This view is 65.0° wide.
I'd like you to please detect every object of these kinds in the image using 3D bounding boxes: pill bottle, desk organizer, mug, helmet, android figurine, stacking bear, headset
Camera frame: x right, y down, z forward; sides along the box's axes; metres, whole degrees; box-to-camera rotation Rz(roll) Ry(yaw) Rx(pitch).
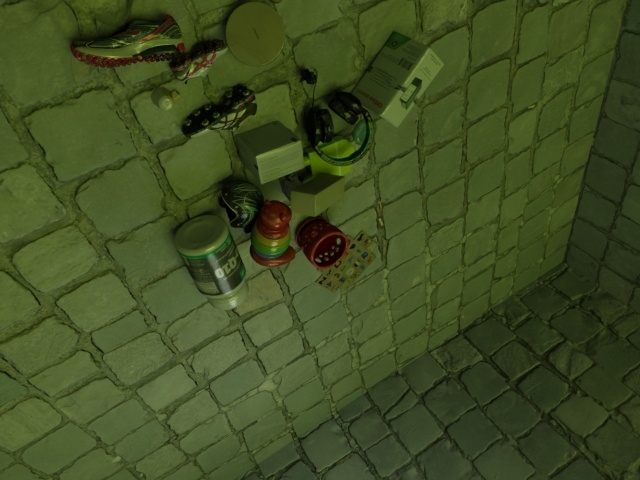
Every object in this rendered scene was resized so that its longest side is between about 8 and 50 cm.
[{"bbox_3d":[-0.406,0.093,1.940,0.204,0.204,0.361,-29,137,-15],"label":"pill bottle"},{"bbox_3d":[-0.246,-0.059,2.049,0.130,0.050,0.047,-18,132,-25],"label":"desk organizer"},{"bbox_3d":[-0.478,-0.438,1.553,0.062,0.064,0.078,27,104,-46],"label":"mug"},{"bbox_3d":[-0.292,-0.142,1.865,0.169,0.169,0.161,-9,144,-32],"label":"helmet"},{"bbox_3d":[0.029,-0.325,2.035,0.273,0.056,0.248,-27,135,-14],"label":"android figurine"},{"bbox_3d":[-0.177,-0.039,1.872,0.164,0.175,0.289,-31,158,-29],"label":"stacking bear"},{"bbox_3d":[0.050,-0.449,1.840,0.243,0.185,0.394,-34,117,2],"label":"headset"}]

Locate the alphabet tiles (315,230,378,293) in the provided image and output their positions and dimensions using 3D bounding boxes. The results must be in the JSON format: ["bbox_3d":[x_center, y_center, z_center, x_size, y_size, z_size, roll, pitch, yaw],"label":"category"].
[{"bbox_3d":[0.135,0.113,2.508,0.342,0.011,0.285,-49,137,7],"label":"alphabet tiles"}]

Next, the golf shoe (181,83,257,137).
[{"bbox_3d":[-0.326,-0.401,1.674,0.273,0.105,0.120,-33,144,-10],"label":"golf shoe"}]

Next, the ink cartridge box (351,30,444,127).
[{"bbox_3d":[0.281,-0.602,1.887,0.122,0.211,0.289,23,109,-47],"label":"ink cartridge box"}]

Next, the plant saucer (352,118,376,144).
[{"bbox_3d":[0.188,-0.447,2.083,0.119,0.021,0.119,-20,133,-23],"label":"plant saucer"}]

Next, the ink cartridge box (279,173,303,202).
[{"bbox_3d":[-0.109,-0.202,1.974,0.056,0.135,0.099,-26,135,-14],"label":"ink cartridge box"}]

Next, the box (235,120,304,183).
[{"bbox_3d":[-0.179,-0.316,1.792,0.182,0.181,0.119,-24,134,-19],"label":"box"}]

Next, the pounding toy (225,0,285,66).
[{"bbox_3d":[-0.195,-0.660,1.558,0.183,0.110,0.236,3,105,0],"label":"pounding toy"}]

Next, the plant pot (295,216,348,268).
[{"bbox_3d":[0.000,0.000,2.191,0.191,0.174,0.191,-20,133,-23],"label":"plant pot"}]

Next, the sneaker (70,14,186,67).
[{"bbox_3d":[-0.536,-0.551,1.399,0.299,0.121,0.112,-17,103,-24],"label":"sneaker"}]

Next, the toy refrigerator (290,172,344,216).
[{"bbox_3d":[-0.006,-0.174,1.916,0.269,0.102,0.094,-41,137,-56],"label":"toy refrigerator"}]

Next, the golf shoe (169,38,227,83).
[{"bbox_3d":[-0.363,-0.550,1.541,0.186,0.067,0.086,-24,144,6],"label":"golf shoe"}]
